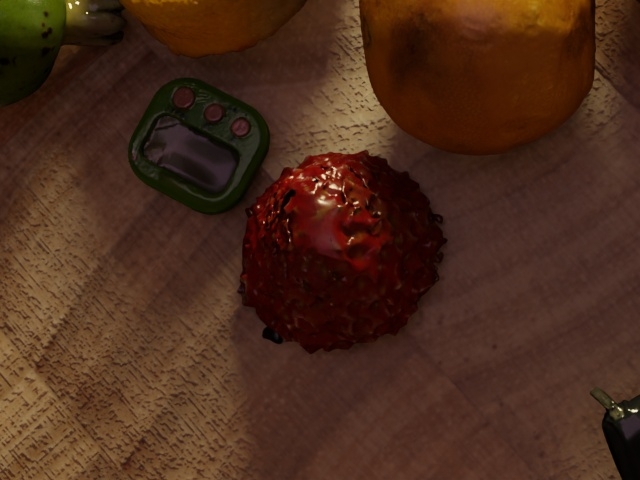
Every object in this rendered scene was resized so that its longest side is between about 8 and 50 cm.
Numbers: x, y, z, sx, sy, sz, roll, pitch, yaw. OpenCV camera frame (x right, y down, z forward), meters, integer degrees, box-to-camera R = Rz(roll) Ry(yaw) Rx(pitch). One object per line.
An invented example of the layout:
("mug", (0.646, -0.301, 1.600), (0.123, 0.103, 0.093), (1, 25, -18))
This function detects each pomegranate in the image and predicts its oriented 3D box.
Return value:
("pomegranate", (-0.332, -0.235, 1.760), (0.248, 0.202, 0.202), (-2, 82, -21))

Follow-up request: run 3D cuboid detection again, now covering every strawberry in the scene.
("strawberry", (0.000, 0.000, 1.670), (0.234, 0.178, 0.234), (-3, 76, 13))

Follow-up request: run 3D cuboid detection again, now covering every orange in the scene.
("orange", (0.155, -0.212, 1.623), (0.261, 0.261, 0.261), (-1, 83, 10))

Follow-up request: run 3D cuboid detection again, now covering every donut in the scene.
("donut", (-0.119, -0.347, 1.706), (0.303, 0.110, 0.303), (-10, 72, 32))

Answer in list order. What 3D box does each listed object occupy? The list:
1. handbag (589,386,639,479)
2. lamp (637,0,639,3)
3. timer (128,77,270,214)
("handbag", (0.430, 0.201, 1.567), (0.302, 0.178, 0.275), (-26, 95, 8))
("lamp", (0.382, -0.350, 1.578), (0.239, 0.305, 0.305), (-42, 75, 42))
("timer", (-0.131, -0.101, 1.767), (0.140, 0.047, 0.128), (28, 87, 12))
